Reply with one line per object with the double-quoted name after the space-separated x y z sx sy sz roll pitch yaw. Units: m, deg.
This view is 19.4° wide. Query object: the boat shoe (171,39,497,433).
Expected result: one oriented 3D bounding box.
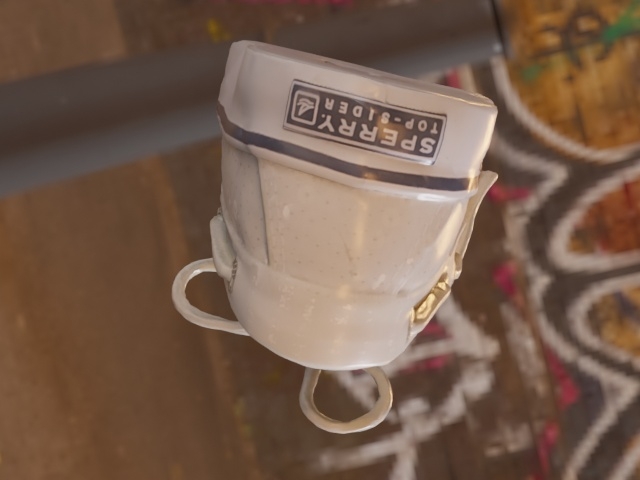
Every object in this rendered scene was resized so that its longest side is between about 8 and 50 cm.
0.009 0.002 0.815 0.367 0.136 0.156 -104 -152 -84 "boat shoe"
